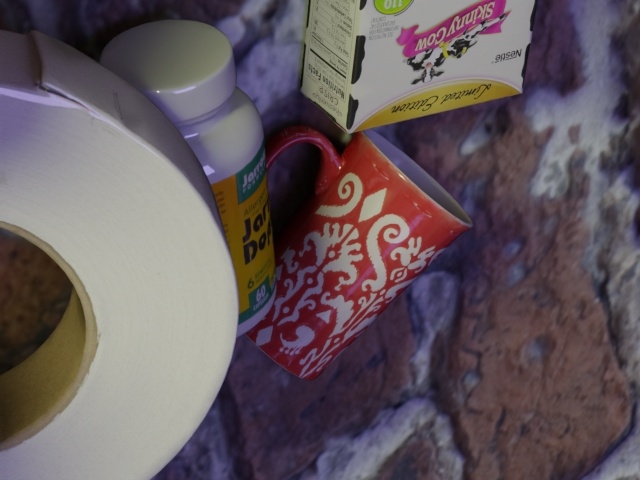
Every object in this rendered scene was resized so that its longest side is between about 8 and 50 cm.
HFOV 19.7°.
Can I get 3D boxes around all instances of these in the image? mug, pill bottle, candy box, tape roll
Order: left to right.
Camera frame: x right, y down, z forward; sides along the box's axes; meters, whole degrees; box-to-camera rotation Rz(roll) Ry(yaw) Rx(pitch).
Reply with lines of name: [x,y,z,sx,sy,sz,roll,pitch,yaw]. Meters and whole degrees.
tape roll: [-0.245,0.044,1.145,0.392,0.072,0.392,-7,127,-10]
pill bottle: [-0.093,-0.039,1.244,0.117,0.117,0.208,-22,132,-22]
mug: [0.004,0.001,1.378,0.169,0.150,0.113,-49,173,10]
candy box: [0.078,-0.202,1.282,0.159,0.071,0.233,-15,130,-28]
